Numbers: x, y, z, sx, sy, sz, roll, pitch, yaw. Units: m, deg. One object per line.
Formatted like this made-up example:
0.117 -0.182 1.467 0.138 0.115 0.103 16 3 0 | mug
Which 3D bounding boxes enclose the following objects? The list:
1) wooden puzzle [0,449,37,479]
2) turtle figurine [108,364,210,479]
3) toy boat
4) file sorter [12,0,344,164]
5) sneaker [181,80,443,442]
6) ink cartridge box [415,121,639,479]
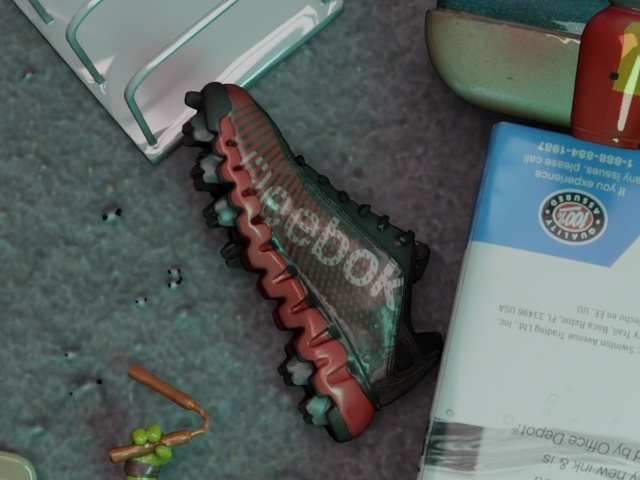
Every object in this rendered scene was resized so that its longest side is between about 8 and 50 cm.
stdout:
-0.335 0.248 1.285 0.221 0.044 0.238 10 60 4 | wooden puzzle
-0.111 0.228 1.258 0.217 0.087 0.269 -28 75 -41 | turtle figurine
0.203 -0.142 1.224 0.268 0.318 0.148 12 97 4 | toy boat
-0.146 -0.235 1.330 0.193 0.173 0.277 -40 81 -5 | file sorter
0.000 0.000 1.305 0.135 0.097 0.276 -27 92 -8 | sneaker
0.214 0.149 1.243 0.285 0.166 0.395 12 80 5 | ink cartridge box
